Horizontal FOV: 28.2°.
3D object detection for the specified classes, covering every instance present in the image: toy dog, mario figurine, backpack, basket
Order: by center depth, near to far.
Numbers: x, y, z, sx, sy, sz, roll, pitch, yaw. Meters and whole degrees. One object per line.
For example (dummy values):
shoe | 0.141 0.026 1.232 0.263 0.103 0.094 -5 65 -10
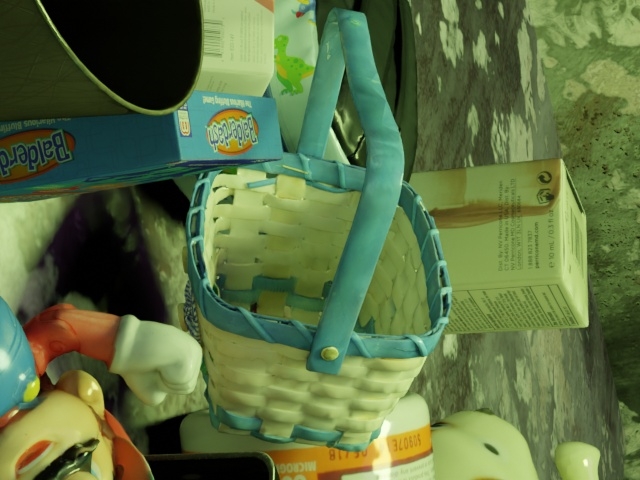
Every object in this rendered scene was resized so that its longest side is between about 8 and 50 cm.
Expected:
basket | -0.209 -0.135 0.687 0.204 0.226 0.154 46 42 -59
mario figurine | -0.187 0.095 0.742 0.170 0.198 0.320 -91 158 -48
basket | 0.000 0.000 0.957 0.255 0.201 0.289 -97 -158 -57
backpack | -0.020 -0.167 1.210 0.290 0.273 0.356 56 14 -53
toy dog | 0.185 0.385 1.592 0.395 0.284 0.408 -38 130 -23

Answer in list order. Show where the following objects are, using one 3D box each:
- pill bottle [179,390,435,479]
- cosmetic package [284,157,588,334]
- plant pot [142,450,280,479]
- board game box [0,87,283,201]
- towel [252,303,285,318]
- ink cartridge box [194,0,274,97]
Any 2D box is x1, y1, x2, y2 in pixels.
pill bottle | 0.001 0.337 1.111 0.224 0.224 0.392 3 81 -69
cosmetic package | 0.110 0.015 1.281 0.153 0.296 0.129 48 41 -61
plant pot | -0.110 0.259 0.925 0.167 0.188 0.187 61 28 -71
board game box | -0.151 -0.058 0.838 0.160 0.210 0.047 -11 93 -68
towel | -0.014 0.101 1.401 0.237 0.037 0.329 61 31 -47
ink cartridge box | -0.139 -0.180 1.017 0.067 0.198 0.115 132 -40 -68
